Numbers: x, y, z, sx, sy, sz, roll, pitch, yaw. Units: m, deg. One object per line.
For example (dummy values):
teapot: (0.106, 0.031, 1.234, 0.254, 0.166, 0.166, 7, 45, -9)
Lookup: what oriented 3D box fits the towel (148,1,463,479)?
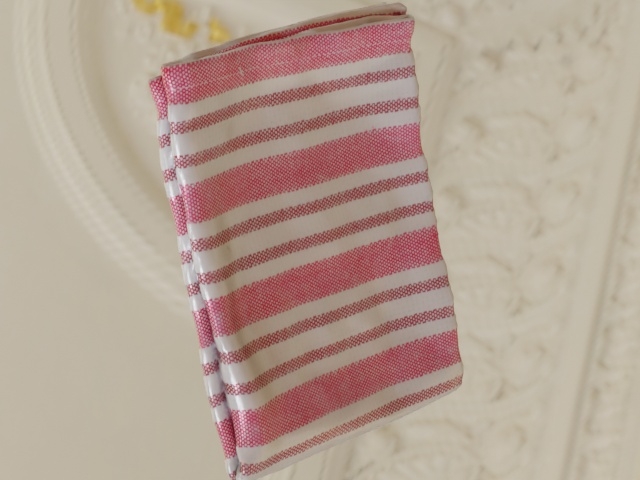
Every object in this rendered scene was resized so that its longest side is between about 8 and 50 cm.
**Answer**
towel: (0.000, 0.000, 0.875, 0.144, 0.029, 0.197, -20, -74, -37)
